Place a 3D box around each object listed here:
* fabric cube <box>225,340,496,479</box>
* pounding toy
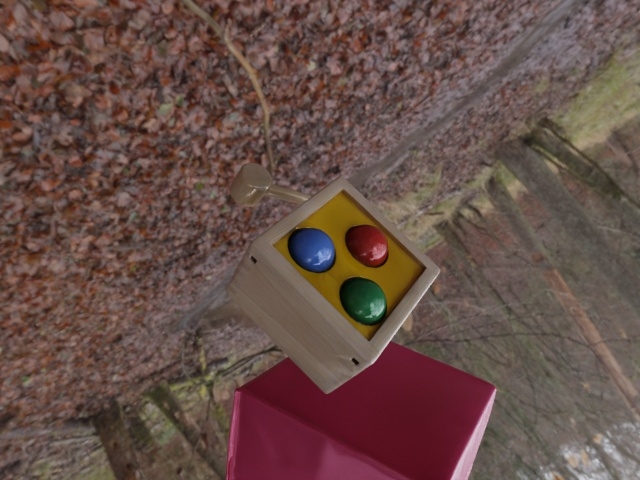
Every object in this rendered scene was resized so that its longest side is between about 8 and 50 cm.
[{"bbox_3d":[0.050,0.298,0.606,0.258,0.254,0.259,-17,122,-60],"label":"fabric cube"},{"bbox_3d":[0.001,-0.009,0.425,0.181,0.206,0.094,-41,173,-41],"label":"pounding toy"}]
